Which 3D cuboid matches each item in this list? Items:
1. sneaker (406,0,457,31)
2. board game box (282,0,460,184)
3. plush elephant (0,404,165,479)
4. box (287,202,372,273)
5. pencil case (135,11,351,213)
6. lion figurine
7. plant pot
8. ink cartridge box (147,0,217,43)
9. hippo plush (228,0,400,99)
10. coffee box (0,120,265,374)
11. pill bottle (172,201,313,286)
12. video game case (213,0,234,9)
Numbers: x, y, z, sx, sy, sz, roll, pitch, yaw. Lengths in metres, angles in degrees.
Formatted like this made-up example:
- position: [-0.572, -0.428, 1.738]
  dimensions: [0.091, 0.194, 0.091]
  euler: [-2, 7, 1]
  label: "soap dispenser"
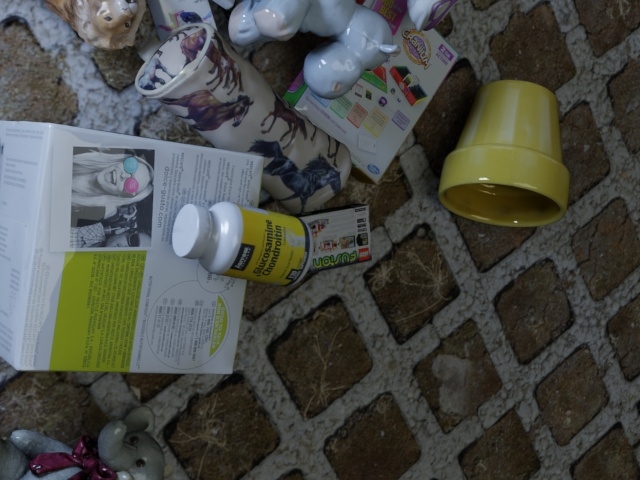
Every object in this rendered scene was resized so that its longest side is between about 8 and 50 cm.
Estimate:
- position: [0.173, -0.470, 1.778]
  dimensions: [0.152, 0.305, 0.114]
  euler: [40, 110, -13]
  label: "sneaker"
- position: [0.096, -0.302, 1.864]
  dimensions: [0.242, 0.064, 0.316]
  euler: [39, 78, -29]
  label: "board game box"
- position: [-0.366, 0.388, 1.599]
  dimensions: [0.255, 0.272, 0.330]
  euler: [-35, 143, -7]
  label: "plush elephant"
- position: [0.000, 0.000, 1.873]
  dimensions: [0.207, 0.036, 0.114]
  euler: [-10, 103, -29]
  label: "box"
- position: [-0.120, -0.200, 1.656]
  dimensions: [0.160, 0.183, 0.410]
  euler: [-44, 130, 9]
  label: "pencil case"
- position: [-0.451, -0.447, 1.499]
  dimensions: [0.392, 0.142, 0.240]
  euler: [12, 100, -17]
  label: "lion figurine"
- position: [0.374, -0.178, 1.958]
  dimensions: [0.254, 0.254, 0.238]
  euler: [20, 72, -31]
  label: "plant pot"
- position: [-0.232, -0.375, 1.668]
  dimensions: [0.089, 0.052, 0.122]
  euler: [-25, 108, -25]
  label: "ink cartridge box"
- position: [0.006, -0.383, 1.703]
  dimensions: [0.294, 0.234, 0.236]
  euler: [-47, 119, -7]
  label: "hippo plush"
- position: [-0.323, 0.005, 1.509]
  dimensions: [0.335, 0.338, 0.338]
  euler: [6, 95, -32]
  label: "coffee box"
- position: [-0.109, 0.002, 1.381]
  dimensions: [0.184, 0.103, 0.103]
  euler: [12, 92, -34]
  label: "pill bottle"
- position: [-0.208, -0.512, 1.643]
  dimensions: [0.201, 0.023, 0.183]
  euler: [28, 63, -30]
  label: "video game case"
